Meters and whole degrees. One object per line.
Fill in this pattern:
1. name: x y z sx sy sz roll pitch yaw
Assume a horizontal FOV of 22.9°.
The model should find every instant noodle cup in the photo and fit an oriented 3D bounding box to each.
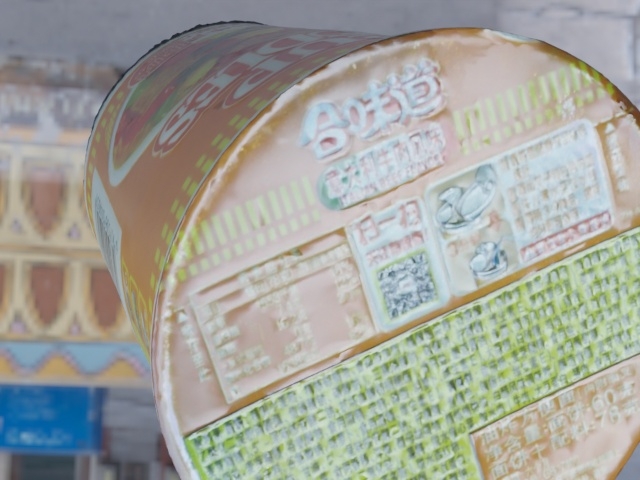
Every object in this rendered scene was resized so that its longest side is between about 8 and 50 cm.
1. instant noodle cup: 0.000 0.000 0.510 0.168 0.168 0.185 5 -166 -23
